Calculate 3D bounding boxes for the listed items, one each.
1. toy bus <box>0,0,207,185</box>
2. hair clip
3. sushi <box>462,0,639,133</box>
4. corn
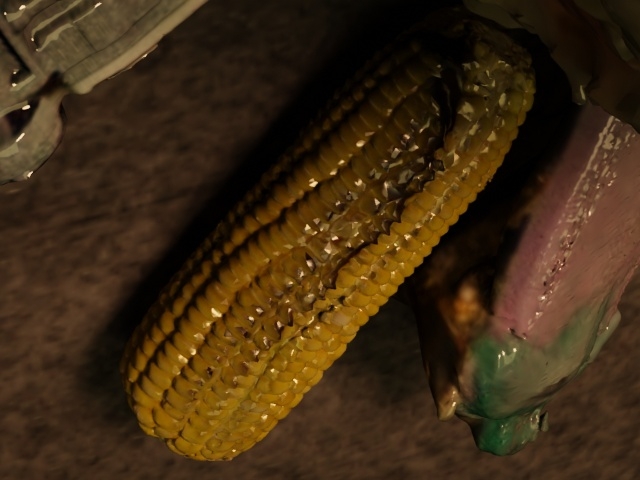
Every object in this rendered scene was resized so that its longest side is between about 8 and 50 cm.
[{"bbox_3d":[-0.165,-0.042,0.516,0.268,0.106,0.092,-33,135,1],"label":"toy bus"},{"bbox_3d":[0.141,-0.076,0.653,0.110,0.095,0.358,32,108,-23],"label":"hair clip"},{"bbox_3d":[0.137,-0.165,0.412,0.285,0.328,0.329,-46,132,2],"label":"sushi"},{"bbox_3d":[0.000,0.000,0.659,0.072,0.072,0.203,26,114,-39],"label":"corn"}]
